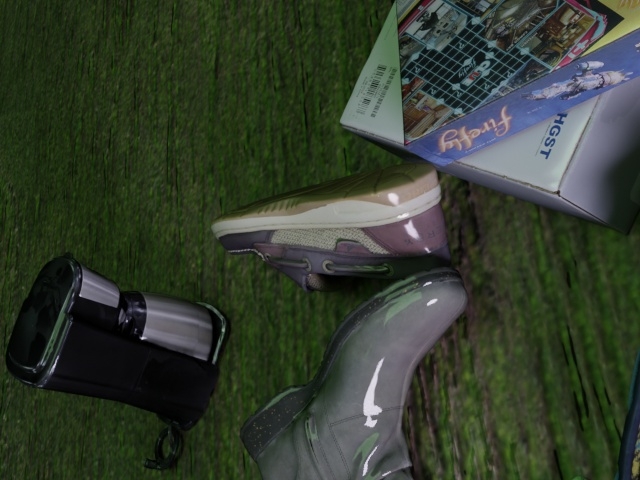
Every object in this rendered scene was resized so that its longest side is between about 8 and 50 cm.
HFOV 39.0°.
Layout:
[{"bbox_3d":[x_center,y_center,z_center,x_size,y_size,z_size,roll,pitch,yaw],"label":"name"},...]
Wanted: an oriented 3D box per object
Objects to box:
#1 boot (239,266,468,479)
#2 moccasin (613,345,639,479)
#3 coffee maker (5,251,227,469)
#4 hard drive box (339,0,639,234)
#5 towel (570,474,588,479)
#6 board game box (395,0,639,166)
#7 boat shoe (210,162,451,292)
[{"bbox_3d":[0.051,0.149,0.669,0.246,0.083,0.161,-48,54,25],"label":"boot"},{"bbox_3d":[0.234,0.043,0.464,0.137,0.116,0.342,2,75,49],"label":"moccasin"},{"bbox_3d":[-0.196,0.118,0.863,0.120,0.178,0.171,-21,58,42],"label":"coffee maker"},{"bbox_3d":[0.146,-0.128,0.664,0.232,0.089,0.181,28,94,50],"label":"hard drive box"},{"bbox_3d":[0.131,0.234,0.565,0.152,0.023,0.113,-47,44,23],"label":"towel"},{"bbox_3d":[0.154,-0.166,0.570,0.243,0.042,0.165,-23,56,39],"label":"board game box"},{"bbox_3d":[0.000,0.000,0.765,0.285,0.102,0.092,-8,102,53],"label":"boat shoe"}]
